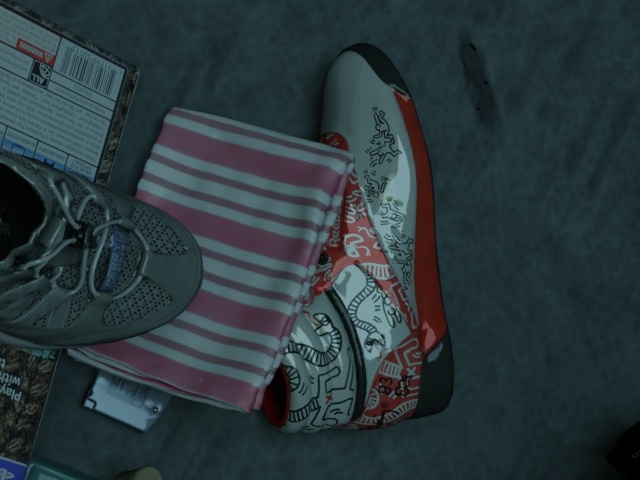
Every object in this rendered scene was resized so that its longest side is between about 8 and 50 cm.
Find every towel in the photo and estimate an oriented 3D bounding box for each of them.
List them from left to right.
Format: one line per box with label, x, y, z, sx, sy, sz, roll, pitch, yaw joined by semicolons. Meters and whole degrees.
towel;-0.073;0.008;1.217;0.144;0.029;0.197;15;73;20

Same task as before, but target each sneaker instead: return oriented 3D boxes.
sneaker;-0.165;0.006;1.010;0.281;0.115;0.105;12;82;-44
sneaker;0.001;0.001;1.258;0.145;0.090;0.270;-9;89;-24

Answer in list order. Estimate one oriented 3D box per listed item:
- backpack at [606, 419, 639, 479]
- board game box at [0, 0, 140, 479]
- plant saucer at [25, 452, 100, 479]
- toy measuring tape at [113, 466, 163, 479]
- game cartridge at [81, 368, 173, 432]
backpack;0.221;0.261;1.214;0.276;0.263;0.213;-29;94;-22
board game box;-0.271;-0.012;1.087;0.232;0.141;0.291;26;73;-42
plant saucer;-0.125;0.207;1.224;0.192;0.018;0.067;25;76;-17
toy measuring tape;-0.083;0.315;1.178;0.121;0.121;0.330;4;76;-20
game cartridge;-0.122;0.086;1.241;0.056;0.017;0.083;26;75;-12
